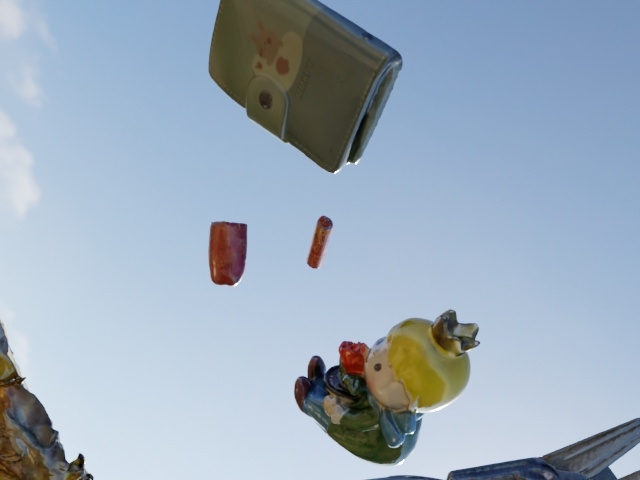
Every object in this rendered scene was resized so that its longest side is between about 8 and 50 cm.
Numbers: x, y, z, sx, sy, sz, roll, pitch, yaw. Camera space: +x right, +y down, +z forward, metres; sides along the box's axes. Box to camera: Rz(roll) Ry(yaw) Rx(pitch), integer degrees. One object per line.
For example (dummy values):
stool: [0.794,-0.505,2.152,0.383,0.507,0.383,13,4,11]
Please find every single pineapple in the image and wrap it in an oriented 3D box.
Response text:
pineapple: [-0.255,0.190,0.576,0.158,0.161,0.335,32,-41,35]

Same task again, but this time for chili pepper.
chili pepper: [-0.172,0.026,1.452,0.070,0.073,0.123,-3,-100,31]

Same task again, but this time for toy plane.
toy plane: [0.144,0.220,0.613,0.088,0.267,0.212,-122,-134,-57]

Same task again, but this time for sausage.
sausage: [0.000,0.000,1.424,0.034,0.034,0.129,49,-34,26]

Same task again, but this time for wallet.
wallet: [-0.050,-0.290,1.310,0.360,0.083,0.252,38,-54,22]

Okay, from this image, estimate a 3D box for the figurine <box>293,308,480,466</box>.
figurine: [0.077,0.158,0.944,0.185,0.127,0.234,35,-46,16]

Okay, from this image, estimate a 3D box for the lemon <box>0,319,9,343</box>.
lemon: [-0.465,0.142,1.005,0.114,0.114,0.155,-26,-112,58]
